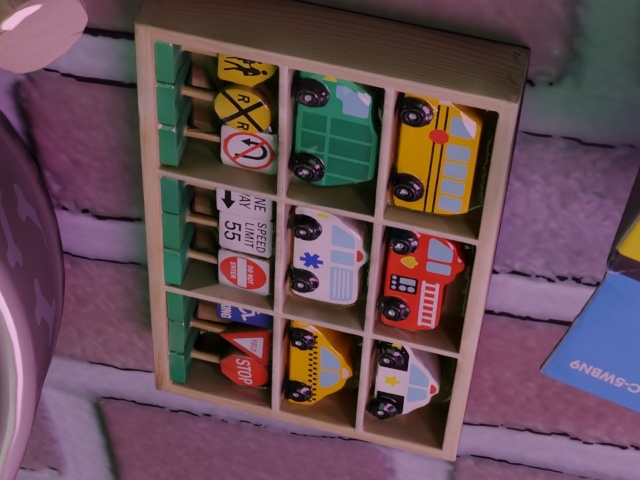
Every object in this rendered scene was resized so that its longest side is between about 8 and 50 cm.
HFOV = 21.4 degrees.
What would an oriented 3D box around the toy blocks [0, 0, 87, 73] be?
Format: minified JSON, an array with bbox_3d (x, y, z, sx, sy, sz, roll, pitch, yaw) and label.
[{"bbox_3d":[-0.266,-0.179,0.543,0.260,0.309,0.289,54,158,24],"label":"toy blocks"}]

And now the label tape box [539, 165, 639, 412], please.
[{"bbox_3d":[0.257,-0.036,0.612,0.240,0.106,0.334,22,140,-5],"label":"label tape box"}]

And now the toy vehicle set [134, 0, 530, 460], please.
[{"bbox_3d":[0.000,0.000,0.807,0.166,0.035,0.267,12,140,8],"label":"toy vehicle set"}]

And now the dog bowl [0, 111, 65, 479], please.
[{"bbox_3d":[-0.291,0.052,0.793,0.348,0.102,0.349,-7,121,-11],"label":"dog bowl"}]
